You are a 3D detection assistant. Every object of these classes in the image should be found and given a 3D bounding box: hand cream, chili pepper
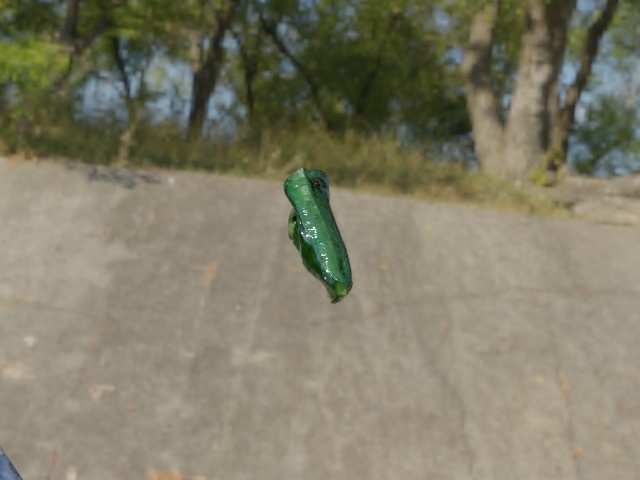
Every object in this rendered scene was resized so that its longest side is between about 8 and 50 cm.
[{"bbox_3d":[-0.477,0.333,1.883,0.053,0.142,0.084,-18,22,21],"label":"hand cream"},{"bbox_3d":[-0.003,0.000,1.610,0.062,0.108,0.216,-10,43,-5],"label":"chili pepper"}]
